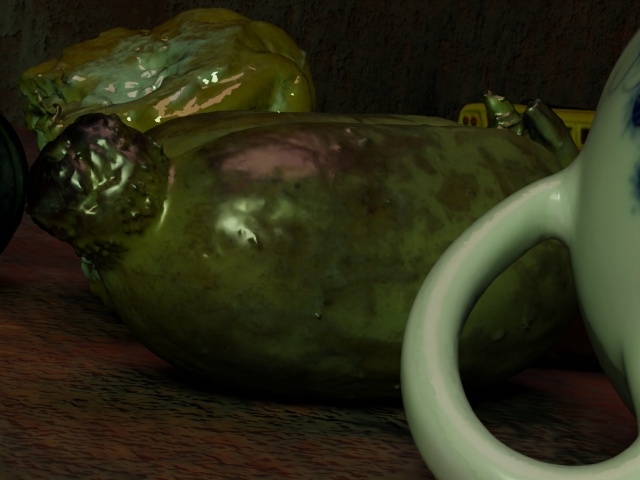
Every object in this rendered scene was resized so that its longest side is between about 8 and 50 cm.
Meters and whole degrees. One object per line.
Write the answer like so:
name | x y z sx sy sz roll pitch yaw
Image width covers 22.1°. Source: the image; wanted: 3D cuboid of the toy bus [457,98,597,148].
toy bus | 0.275 -0.041 1.395 0.331 0.151 0.145 1 6 -31

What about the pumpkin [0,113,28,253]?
pumpkin | -0.276 -0.042 1.000 0.202 0.140 0.202 8 7 -1

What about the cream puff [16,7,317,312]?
cream puff | -0.078 -0.039 0.993 0.195 0.194 0.221 4 27 -14

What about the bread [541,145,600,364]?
bread | 0.159 0.005 1.009 0.294 0.132 0.167 7 13 -1

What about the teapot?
teapot | 0.235 0.015 0.646 0.424 0.252 0.280 -15 49 -11

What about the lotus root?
lotus root | 0.000 0.000 0.809 0.309 0.173 0.173 3 7 -30
